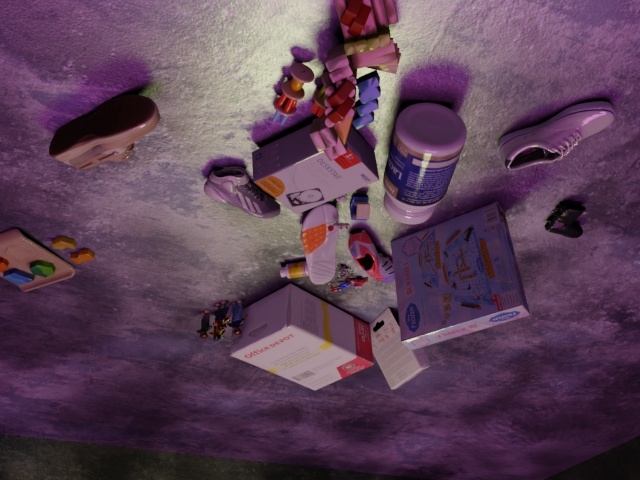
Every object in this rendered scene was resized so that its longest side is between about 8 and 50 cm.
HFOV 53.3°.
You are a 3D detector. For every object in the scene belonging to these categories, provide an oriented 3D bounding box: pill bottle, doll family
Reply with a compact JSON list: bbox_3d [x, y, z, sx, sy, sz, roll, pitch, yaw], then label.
[{"bbox_3d":[-0.074,0.087,1.856,0.083,0.043,0.043,-9,142,9],"label":"pill bottle"},{"bbox_3d":[-0.312,0.263,2.027,0.076,0.111,0.193,29,133,-34],"label":"doll family"},{"bbox_3d":[0.224,-0.165,1.439,0.153,0.153,0.264,2,142,-4],"label":"pill bottle"}]

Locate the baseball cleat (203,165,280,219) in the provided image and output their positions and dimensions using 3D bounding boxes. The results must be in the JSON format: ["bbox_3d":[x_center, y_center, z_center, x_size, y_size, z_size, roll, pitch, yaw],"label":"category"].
[{"bbox_3d":[-0.178,-0.117,1.560,0.206,0.072,0.109,14,134,-25],"label":"baseball cleat"}]

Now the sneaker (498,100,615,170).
[{"bbox_3d":[0.530,-0.221,1.423,0.258,0.091,0.094,-22,138,25],"label":"sneaker"}]

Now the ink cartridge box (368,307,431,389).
[{"bbox_3d":[0.247,0.354,2.106,0.056,0.224,0.181,-7,151,-36],"label":"ink cartridge box"}]

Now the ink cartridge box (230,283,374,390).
[{"bbox_3d":[-0.058,0.322,2.072,0.279,0.160,0.385,-30,135,33],"label":"ink cartridge box"}]

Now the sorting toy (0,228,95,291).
[{"bbox_3d":[-0.809,0.054,1.792,0.307,0.041,0.229,-16,141,19],"label":"sorting toy"}]

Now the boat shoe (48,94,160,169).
[{"bbox_3d":[-0.452,-0.225,1.383,0.303,0.109,0.098,-15,147,27],"label":"boat shoe"}]

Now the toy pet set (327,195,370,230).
[{"bbox_3d":[0.067,-0.090,1.618,0.114,0.065,0.122,0,105,-13],"label":"toy pet set"}]

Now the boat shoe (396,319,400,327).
[{"bbox_3d":[0.295,0.324,2.154,0.096,0.098,0.277,-2,151,-35],"label":"boat shoe"}]

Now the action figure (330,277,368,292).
[{"bbox_3d":[0.088,0.131,1.934,0.115,0.030,0.038,-10,148,3],"label":"action figure"}]

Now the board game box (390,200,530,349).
[{"bbox_3d":[0.346,0.091,1.649,0.318,0.318,0.066,-21,139,26],"label":"board game box"}]

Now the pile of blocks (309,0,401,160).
[{"bbox_3d":[0.069,-0.301,1.195,0.149,0.112,0.362,10,123,-1],"label":"pile of blocks"}]

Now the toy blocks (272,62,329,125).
[{"bbox_3d":[-0.032,-0.292,1.344,0.123,0.054,0.148,12,143,-20],"label":"toy blocks"}]

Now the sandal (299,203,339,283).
[{"bbox_3d":[-0.010,0.003,1.707,0.102,0.076,0.265,-10,130,-14],"label":"sandal"}]

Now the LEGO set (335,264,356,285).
[{"bbox_3d":[0.076,0.104,1.884,0.083,0.023,0.054,30,110,-23],"label":"LEGO set"}]

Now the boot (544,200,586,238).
[{"bbox_3d":[0.666,-0.057,1.691,0.121,0.045,0.099,10,138,-14],"label":"boot"}]

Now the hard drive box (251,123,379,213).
[{"bbox_3d":[-0.012,-0.171,1.461,0.232,0.089,0.181,-22,147,25],"label":"hard drive box"}]

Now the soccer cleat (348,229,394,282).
[{"bbox_3d":[0.146,0.068,1.795,0.083,0.095,0.248,-17,140,20],"label":"soccer cleat"}]
